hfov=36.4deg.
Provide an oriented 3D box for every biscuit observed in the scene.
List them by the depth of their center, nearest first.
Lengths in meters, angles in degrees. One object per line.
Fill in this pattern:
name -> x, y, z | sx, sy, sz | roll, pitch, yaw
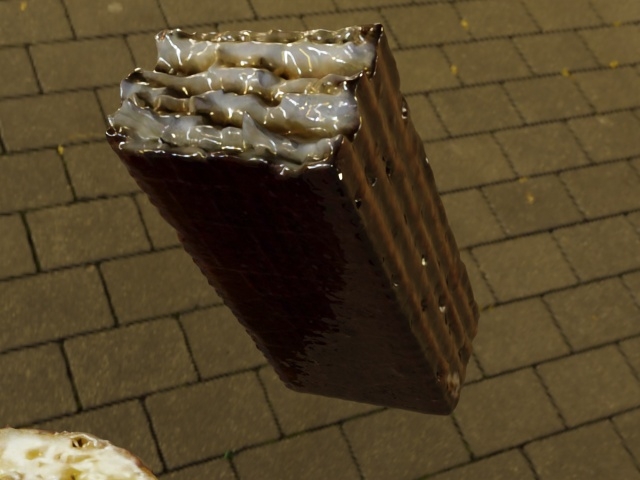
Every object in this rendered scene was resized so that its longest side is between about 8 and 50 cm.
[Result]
biscuit -> 0.000, 0.000, 0.463 | 0.106, 0.252, 0.070 | 5, 59, 24

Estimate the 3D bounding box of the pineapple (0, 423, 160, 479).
pineapple -> -0.259, 0.333, 0.767 | 0.352, 0.300, 0.352 | 17, 11, -3
